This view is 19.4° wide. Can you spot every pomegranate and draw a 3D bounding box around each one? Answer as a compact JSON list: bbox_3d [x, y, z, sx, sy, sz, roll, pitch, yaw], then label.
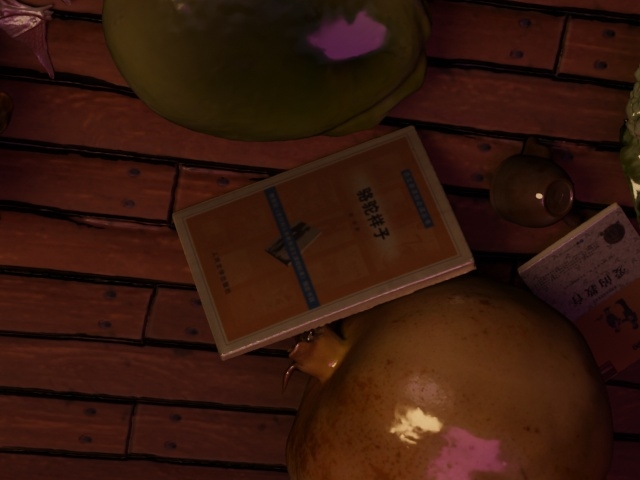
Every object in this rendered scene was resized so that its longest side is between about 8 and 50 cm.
[{"bbox_3d":[0.107,0.169,1.710,0.319,0.319,0.319,-4,114,-9],"label":"pomegranate"}]

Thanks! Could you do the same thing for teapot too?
[{"bbox_3d":[0.218,-0.046,1.772,0.110,0.080,0.085,25,86,-34],"label":"teapot"}]

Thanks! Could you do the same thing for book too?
[{"bbox_3d":[0.000,0.000,1.697,0.242,0.170,0.018,-21,146,-1],"label":"book"},{"bbox_3d":[0.282,0.054,1.845,0.118,0.012,0.172,-35,121,6],"label":"book"}]

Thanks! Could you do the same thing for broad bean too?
[{"bbox_3d":[-0.043,-0.193,1.625,0.291,0.119,0.238,6,121,-11],"label":"broad bean"}]

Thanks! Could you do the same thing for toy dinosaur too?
[{"bbox_3d":[-0.285,-0.226,1.610,0.108,0.032,0.220,-26,125,-3],"label":"toy dinosaur"}]

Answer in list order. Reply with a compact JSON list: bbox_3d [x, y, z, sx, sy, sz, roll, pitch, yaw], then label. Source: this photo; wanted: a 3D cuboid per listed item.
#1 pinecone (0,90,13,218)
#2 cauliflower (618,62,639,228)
[{"bbox_3d":[-0.356,-0.106,1.554,0.202,0.201,0.229,-15,121,4],"label":"pinecone"},{"bbox_3d":[0.408,-0.116,1.697,0.256,0.239,0.315,35,102,-10],"label":"cauliflower"}]
